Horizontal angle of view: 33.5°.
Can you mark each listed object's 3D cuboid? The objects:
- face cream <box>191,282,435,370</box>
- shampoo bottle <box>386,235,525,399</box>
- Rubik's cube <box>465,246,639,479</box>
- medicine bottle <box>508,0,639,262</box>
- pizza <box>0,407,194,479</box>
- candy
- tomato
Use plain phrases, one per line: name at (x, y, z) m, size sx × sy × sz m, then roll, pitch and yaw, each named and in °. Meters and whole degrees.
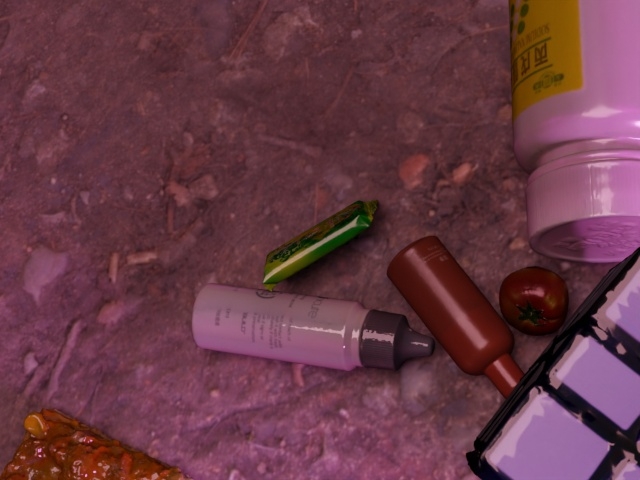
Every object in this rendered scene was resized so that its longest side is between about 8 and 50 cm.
face cream at (-0.008, 0.115, 1.345) m, size 0.311 × 0.092 × 0.092 m, roll 7°, pitch 75°, yaw 20°
shampoo bottle at (0.179, 0.107, 1.295) m, size 0.085 × 0.085 × 0.244 m, roll -36°, pitch 68°, yaw 4°
Rubik's cube at (0.340, 0.201, 1.078) m, size 0.283 × 0.288 × 0.293 m, roll 36°, pitch 89°, yaw 10°
medicine bottle at (0.334, -0.179, 1.262) m, size 0.214 × 0.213 × 0.378 m, roll -4°, pitch 72°, yaw 16°
pizza at (-0.318, 0.376, 1.372) m, size 0.268 × 0.087 × 0.257 m, roll 19°, pitch 83°, yaw 20°
candy at (-0.001, -0.001, 1.382) m, size 0.178 × 0.102 × 0.032 m, roll -31°, pitch 104°, yaw 7°
tomato at (0.259, 0.070, 1.283) m, size 0.087 × 0.087 × 0.075 m, roll 7°, pitch 40°, yaw 20°
